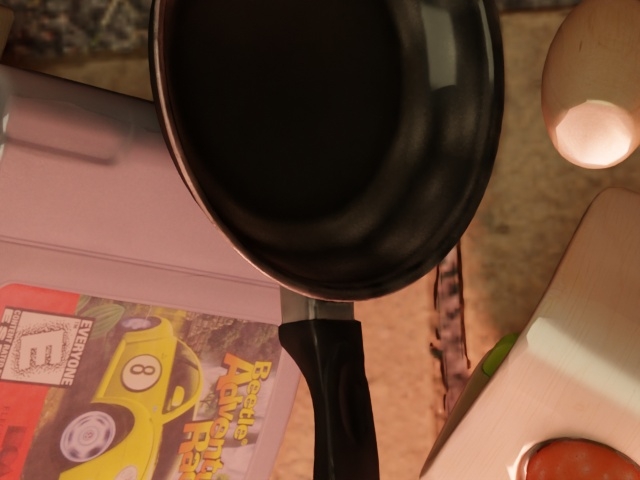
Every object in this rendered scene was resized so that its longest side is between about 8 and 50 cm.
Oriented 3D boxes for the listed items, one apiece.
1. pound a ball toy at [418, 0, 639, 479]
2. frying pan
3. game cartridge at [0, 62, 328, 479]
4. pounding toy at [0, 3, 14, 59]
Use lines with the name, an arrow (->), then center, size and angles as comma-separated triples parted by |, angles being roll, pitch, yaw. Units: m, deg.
pound a ball toy -> 0.181, 0.078, 0.616 | 0.319, 0.136, 0.208 | 32, 133, 3
frying pan -> 0.020, -0.012, 0.668 | 0.053, 0.197, 0.326 | -1, 109, 47
game cartridge -> -0.103, 0.084, 0.676 | 0.060, 0.196, 0.294 | 26, 101, 41
pounding toy -> -0.209, -0.018, 0.679 | 0.181, 0.094, 0.206 | 28, 103, 38
